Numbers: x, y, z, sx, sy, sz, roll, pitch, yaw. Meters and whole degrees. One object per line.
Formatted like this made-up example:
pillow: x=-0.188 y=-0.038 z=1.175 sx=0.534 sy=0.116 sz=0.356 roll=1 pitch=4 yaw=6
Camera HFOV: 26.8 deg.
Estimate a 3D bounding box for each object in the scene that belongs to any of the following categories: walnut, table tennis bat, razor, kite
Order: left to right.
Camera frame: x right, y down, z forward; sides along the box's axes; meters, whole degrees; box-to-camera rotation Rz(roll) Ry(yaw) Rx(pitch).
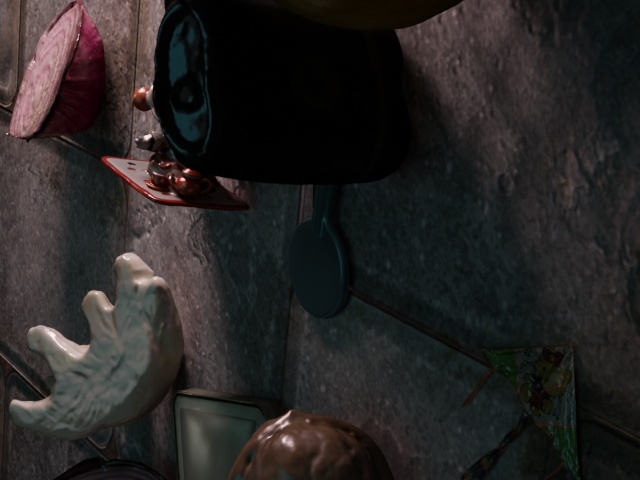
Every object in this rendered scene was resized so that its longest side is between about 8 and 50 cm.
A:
razor: x=-0.037 y=-0.162 z=1.435 sx=0.113 sy=0.349 sz=0.204 roll=-5 pitch=87 yaw=40
walnut: x=-0.011 y=0.308 z=1.580 sx=0.224 sy=0.224 sz=0.224 roll=10 pitch=102 yaw=56
table tennis bat: x=0.000 y=0.000 z=1.671 sx=0.124 sy=0.033 sz=0.201 roll=29 pitch=120 yaw=50
kite: x=0.209 y=0.194 z=1.398 sx=0.198 sy=0.006 sz=0.244 roll=59 pitch=138 yaw=34

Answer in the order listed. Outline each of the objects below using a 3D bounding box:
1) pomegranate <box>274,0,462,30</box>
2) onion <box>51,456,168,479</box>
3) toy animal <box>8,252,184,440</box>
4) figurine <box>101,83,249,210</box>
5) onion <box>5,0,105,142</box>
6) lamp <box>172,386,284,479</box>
pomegranate: x=0.017 y=-0.380 z=1.279 sx=0.410 sy=0.410 sz=0.410 roll=10 pitch=102 yaw=56
onion: x=-0.351 y=0.447 z=2.068 sx=0.120 sy=0.283 sz=0.227 roll=89 pitch=-163 yaw=-68
toy animal: x=-0.304 y=0.164 z=2.073 sx=0.266 sy=0.188 sz=0.308 roll=14 pitch=95 yaw=34
figurine: x=-0.170 y=-0.179 z=1.819 sx=0.183 sy=0.160 sz=0.226 roll=35 pitch=114 yaw=48
onion: x=-0.407 y=-0.262 z=2.204 sx=0.250 sy=0.111 sz=0.247 roll=17 pitch=85 yaw=66
lamp: x=-0.126 y=0.349 z=1.887 sx=0.266 sy=0.047 sz=0.269 roll=-1 pitch=92 yaw=57
